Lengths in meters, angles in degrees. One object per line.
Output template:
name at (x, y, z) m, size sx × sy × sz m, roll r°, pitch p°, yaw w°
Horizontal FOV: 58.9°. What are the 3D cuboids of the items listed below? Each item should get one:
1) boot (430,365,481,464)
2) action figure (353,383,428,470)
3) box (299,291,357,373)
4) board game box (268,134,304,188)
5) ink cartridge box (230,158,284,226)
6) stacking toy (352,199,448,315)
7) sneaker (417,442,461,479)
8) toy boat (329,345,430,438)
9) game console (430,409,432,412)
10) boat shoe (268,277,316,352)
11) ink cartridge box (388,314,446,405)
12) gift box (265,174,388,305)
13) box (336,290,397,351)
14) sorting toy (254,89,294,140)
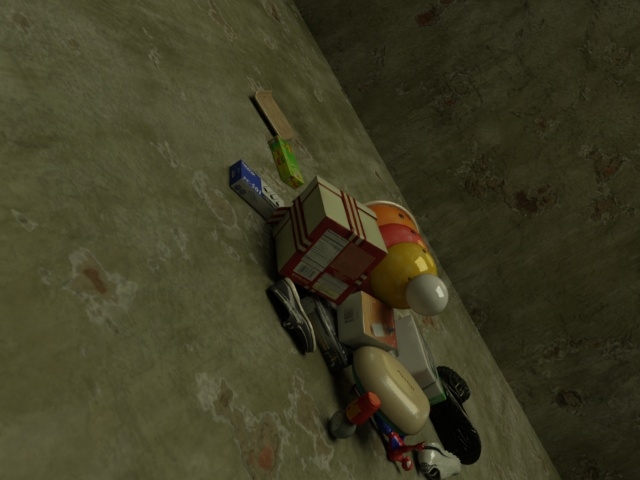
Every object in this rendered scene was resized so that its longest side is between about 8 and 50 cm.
boot at (0.513, 0.648, 2.152) m, size 0.348 × 0.131 × 0.260 m, roll 65°, pitch 20°, yaw 15°
action figure at (0.217, 0.512, 1.614) m, size 0.280 × 0.139 × 0.091 m, roll 65°, pitch 21°, yaw 8°
box at (0.038, 0.255, 1.643) m, size 0.231 × 0.056 × 0.183 m, roll 65°, pitch 20°, yaw 12°
board game box at (-0.123, -0.281, 2.035) m, size 0.092 × 0.043 × 0.181 m, roll 29°, pitch 36°, yaw -57°
ink cartridge box at (-0.183, -0.137, 1.672) m, size 0.207 × 0.046 × 0.097 m, roll 44°, pitch 23°, yaw -37°
stacking toy at (0.245, 0.101, 1.735) m, size 0.351 × 0.350 × 0.480 m, roll 49°, pitch -2°, yaw -30°
sneaker at (0.376, 0.720, 1.804) m, size 0.235 × 0.090 × 0.095 m, roll 39°, pitch 40°, yaw -37°
toy boat at (0.140, 0.414, 1.478) m, size 0.267 × 0.148 × 0.318 m, roll 52°, pitch 25°, yaw 17°
game console at (0.244, 0.488, 1.705) m, size 0.144 × 0.124 × 0.085 m, roll 46°, pitch 14°, yaw -35°
boat shoe at (-0.075, 0.201, 1.467) m, size 0.064 × 0.075 × 0.206 m, roll -20°, pitch 84°, yaw -27°
ink cartridge box at (0.316, 0.418, 1.927) m, size 0.289 × 0.121 × 0.211 m, roll 56°, pitch 16°, yaw -50°
gift box at (0.000, 0.000, 1.609) m, size 0.255 × 0.276 × 0.258 m, roll 35°, pitch 24°, yaw -26°
box at (0.133, 0.240, 1.621) m, size 0.170 × 0.091 × 0.130 m, roll 31°, pitch 45°, yaw -43°
sorting toy at (-0.182, -0.479, 2.194) m, size 0.208 × 0.038 × 0.193 m, roll 62°, pitch 19°, yaw -7°
